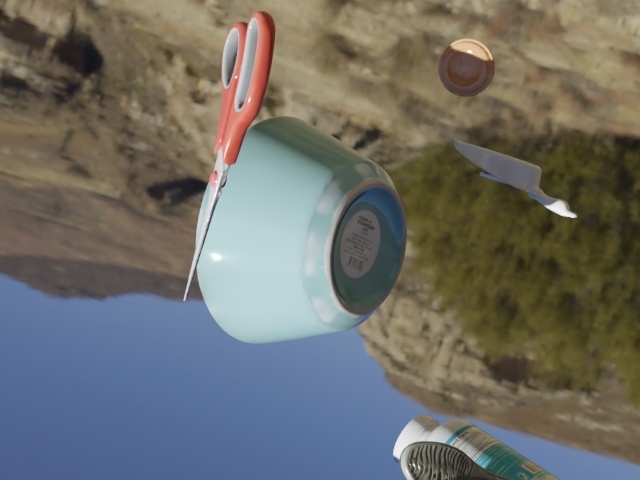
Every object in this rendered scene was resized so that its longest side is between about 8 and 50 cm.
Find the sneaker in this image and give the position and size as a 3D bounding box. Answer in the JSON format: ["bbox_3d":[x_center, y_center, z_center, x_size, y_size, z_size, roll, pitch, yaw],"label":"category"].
[{"bbox_3d":[0.174,0.337,1.578,0.222,0.083,0.118,30,160,-26],"label":"sneaker"}]

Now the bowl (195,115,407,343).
[{"bbox_3d":[0.000,0.000,1.503,0.163,0.311,0.311,12,178,36],"label":"bowl"}]

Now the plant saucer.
[{"bbox_3d":[0.210,-0.249,1.646,0.083,0.083,0.013,18,-171,22],"label":"plant saucer"}]

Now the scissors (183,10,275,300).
[{"bbox_3d":[-0.093,-0.073,1.094,0.021,0.297,0.109,9,-171,-26],"label":"scissors"}]

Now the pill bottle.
[{"bbox_3d":[0.241,0.372,1.758,0.264,0.146,0.146,30,-171,34],"label":"pill bottle"}]

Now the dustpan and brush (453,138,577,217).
[{"bbox_3d":[0.313,-0.092,1.767,0.211,0.060,0.147,23,-173,36],"label":"dustpan and brush"}]
